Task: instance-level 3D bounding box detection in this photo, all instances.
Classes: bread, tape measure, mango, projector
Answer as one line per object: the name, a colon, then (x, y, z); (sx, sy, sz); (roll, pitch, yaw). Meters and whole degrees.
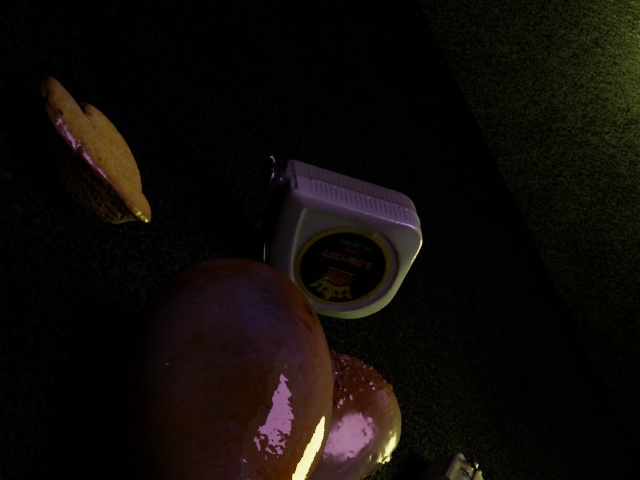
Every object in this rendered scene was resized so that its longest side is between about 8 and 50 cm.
bread: (-0.254, -0.097, 1.401); (0.187, 0.065, 0.149); (51, 16, -35)
bread: (-0.007, 0.214, 1.525); (0.171, 0.192, 0.314); (70, 20, -1)
tape measure: (0.000, 0.000, 1.790); (0.235, 0.207, 0.115); (16, 35, -17)
mango: (-0.096, 0.171, 1.297); (0.384, 0.222, 0.199); (-95, -161, -50)
projector: (0.236, 0.481, 2.050); (0.269, 0.088, 0.193); (68, 17, -3)
